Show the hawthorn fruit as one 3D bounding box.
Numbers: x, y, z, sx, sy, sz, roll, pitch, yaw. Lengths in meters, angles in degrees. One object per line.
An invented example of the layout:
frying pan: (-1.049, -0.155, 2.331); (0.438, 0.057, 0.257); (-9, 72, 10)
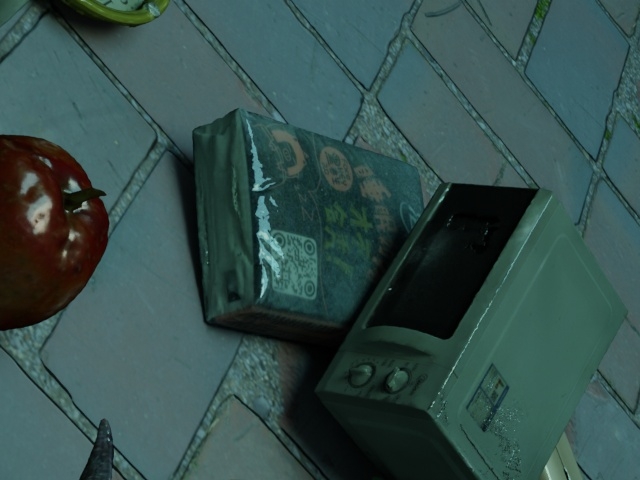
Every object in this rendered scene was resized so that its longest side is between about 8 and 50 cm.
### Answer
hawthorn fruit: (-0.268, -0.015, 1.668); (0.179, 0.200, 0.179); (29, 49, -40)

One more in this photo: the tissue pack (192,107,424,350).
tissue pack: (0.000, 0.000, 2.096); (0.315, 0.103, 0.228); (15, 64, -48)

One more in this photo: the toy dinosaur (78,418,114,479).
toy dinosaur: (-0.207, 0.294, 1.537); (0.077, 0.162, 0.294); (17, 51, -47)

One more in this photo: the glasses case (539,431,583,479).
glasses case: (0.246, 0.357, 2.132); (0.076, 0.144, 0.336); (6, 59, -53)

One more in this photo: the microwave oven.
microwave oven: (0.160, 0.117, 2.041); (0.295, 0.181, 0.237); (-58, 132, -26)

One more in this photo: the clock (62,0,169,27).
clock: (-0.262, -0.323, 2.057); (0.237, 0.057, 0.237); (33, 39, -33)

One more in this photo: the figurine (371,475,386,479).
figurine: (0.100, 0.320, 2.043); (0.187, 0.083, 0.083); (32, 40, -17)

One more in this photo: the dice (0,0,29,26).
dice: (-0.364, -0.334, 1.726); (0.262, 0.268, 0.265); (44, 36, -23)
